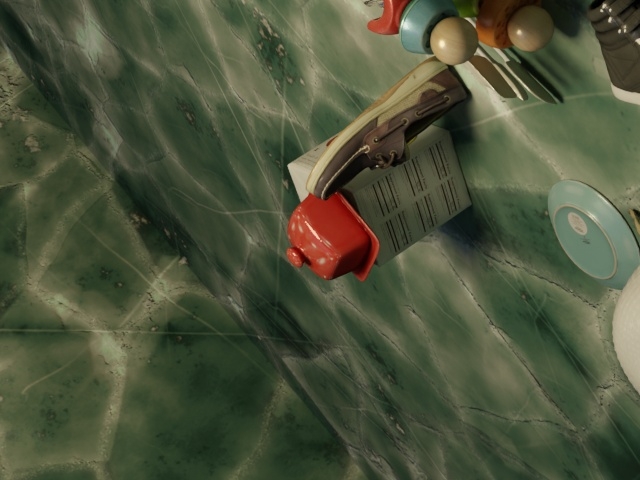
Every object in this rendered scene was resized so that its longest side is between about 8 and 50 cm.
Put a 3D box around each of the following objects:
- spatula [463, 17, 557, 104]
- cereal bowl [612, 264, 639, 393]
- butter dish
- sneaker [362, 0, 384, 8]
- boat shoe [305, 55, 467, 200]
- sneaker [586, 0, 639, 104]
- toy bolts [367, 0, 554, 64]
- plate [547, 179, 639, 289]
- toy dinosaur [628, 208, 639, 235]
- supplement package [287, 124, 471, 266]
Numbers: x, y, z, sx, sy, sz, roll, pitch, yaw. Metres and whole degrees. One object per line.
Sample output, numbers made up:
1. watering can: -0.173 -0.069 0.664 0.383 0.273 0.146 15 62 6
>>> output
1. spatula: 0.210 -0.272 2.043 0.242 0.168 0.019 51 122 23
2. cereal bowl: 0.512 0.175 1.900 0.339 0.141 0.339 33 157 16
3. butter dish: 0.000 0.000 2.328 0.160 0.118 0.160 52 158 14
4. sneaker: 0.107 -0.360 2.242 0.058 0.052 0.135 57 160 -13
5. boat shoe: 0.101 -0.155 2.243 0.092 0.285 0.103 46 174 11
6. sneaker: 0.404 -0.232 1.707 0.147 0.104 0.296 59 163 -20
7. toy bolts: 0.192 -0.318 1.893 0.158 0.228 0.218 42 147 34
8. plate: 0.391 -0.003 2.175 0.188 0.024 0.188 46 157 26
9. toy dinosaur: 0.493 0.030 1.959 0.268 0.064 0.118 50 165 26
10. supplement package: 0.096 -0.091 2.434 0.194 0.203 0.149 26 143 52
